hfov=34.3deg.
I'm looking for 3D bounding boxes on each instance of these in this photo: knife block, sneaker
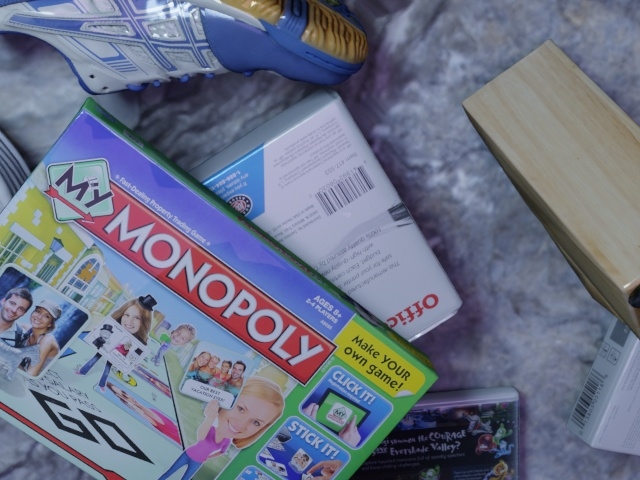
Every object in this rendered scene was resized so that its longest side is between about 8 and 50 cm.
[{"bbox_3d":[0.228,-0.006,0.728,0.088,0.242,0.276,-35,99,3],"label":"knife block"},{"bbox_3d":[-0.116,-0.159,0.748,0.296,0.112,0.131,19,120,-9],"label":"sneaker"}]

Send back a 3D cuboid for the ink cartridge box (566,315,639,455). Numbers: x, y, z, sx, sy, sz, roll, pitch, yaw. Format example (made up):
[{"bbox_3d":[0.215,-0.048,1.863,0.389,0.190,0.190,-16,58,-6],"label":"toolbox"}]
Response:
[{"bbox_3d":[0.316,0.119,0.899,0.179,0.045,0.146,14,103,-28],"label":"ink cartridge box"}]

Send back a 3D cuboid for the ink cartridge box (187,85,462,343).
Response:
[{"bbox_3d":[0.000,0.000,0.800,0.139,0.082,0.191,-32,108,3],"label":"ink cartridge box"}]

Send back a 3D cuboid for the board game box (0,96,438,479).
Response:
[{"bbox_3d":[-0.102,0.080,0.743,0.317,0.046,0.213,37,100,-16],"label":"board game box"}]

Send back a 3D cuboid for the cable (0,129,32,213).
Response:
[{"bbox_3d":[-0.330,0.005,0.762,0.257,0.089,0.257,-35,106,4],"label":"cable"}]

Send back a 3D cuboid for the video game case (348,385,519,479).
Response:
[{"bbox_3d":[0.078,0.216,0.899,0.190,0.022,0.173,-4,106,-4],"label":"video game case"}]
